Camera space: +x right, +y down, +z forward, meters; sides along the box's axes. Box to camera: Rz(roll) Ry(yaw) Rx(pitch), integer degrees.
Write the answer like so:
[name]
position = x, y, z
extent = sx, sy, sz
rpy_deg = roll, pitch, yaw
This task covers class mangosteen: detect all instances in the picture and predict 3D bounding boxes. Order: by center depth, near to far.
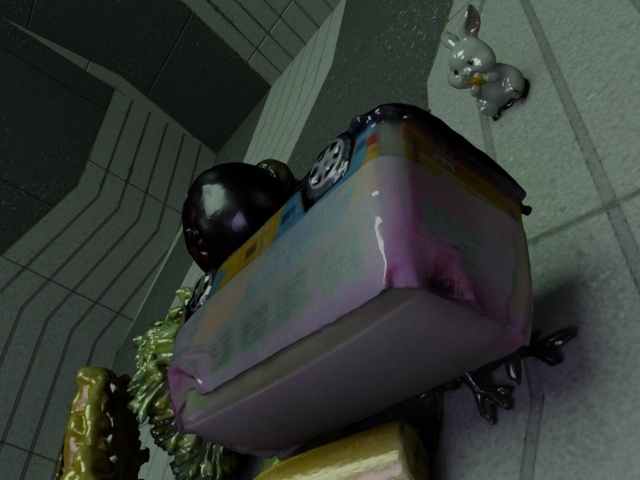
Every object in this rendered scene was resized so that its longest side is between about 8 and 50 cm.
[mangosteen]
position = -0.148, -0.045, 1.128
extent = 0.233, 0.288, 0.288
rpy_deg = 3, 55, 22

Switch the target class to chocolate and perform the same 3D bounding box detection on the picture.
[chocolate]
position = -0.010, 0.229, 0.497
extent = 0.219, 0.086, 0.086
rpy_deg = -21, 33, 15

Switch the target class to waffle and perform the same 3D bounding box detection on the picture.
[waffle]
position = -0.307, 0.401, 0.795
extent = 0.380, 0.095, 0.382
rpy_deg = -116, 22, -52

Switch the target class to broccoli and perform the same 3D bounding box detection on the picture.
[broccoli]
position = -0.163, 0.204, 0.830
extent = 0.245, 0.288, 0.248
rpy_deg = -40, -12, 21

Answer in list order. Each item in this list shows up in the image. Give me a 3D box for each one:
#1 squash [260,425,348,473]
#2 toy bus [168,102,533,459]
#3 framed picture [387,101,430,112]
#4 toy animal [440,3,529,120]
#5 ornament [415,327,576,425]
[squash]
position = -0.008, 0.214, 0.606
extent = 0.083, 0.083, 0.250
rpy_deg = -28, 30, 54
[toy bus]
position = -0.010, 0.073, 0.482
extent = 0.386, 0.171, 0.162
rpy_deg = -40, 29, 40
[framed picture]
position = 0.125, -0.197, 1.018
extent = 0.136, 0.010, 0.201
rpy_deg = -56, 21, 8
[toy animal]
position = 0.208, -0.226, 0.702
extent = 0.085, 0.124, 0.071
rpy_deg = -64, 16, -19
[ornament]
position = 0.135, 0.067, 0.521
extent = 0.202, 0.080, 0.236
rpy_deg = -65, 18, -10
